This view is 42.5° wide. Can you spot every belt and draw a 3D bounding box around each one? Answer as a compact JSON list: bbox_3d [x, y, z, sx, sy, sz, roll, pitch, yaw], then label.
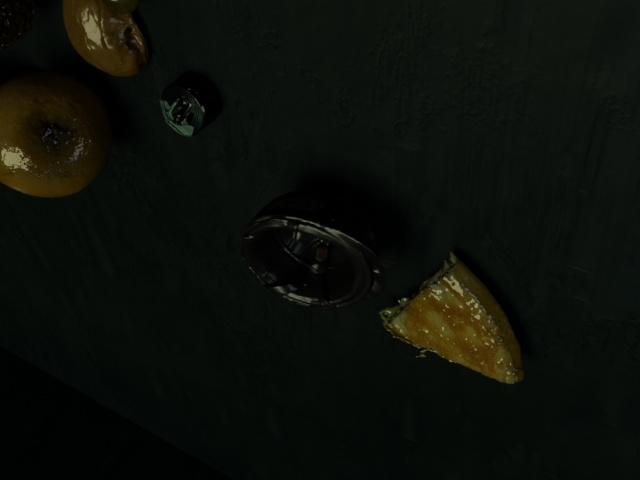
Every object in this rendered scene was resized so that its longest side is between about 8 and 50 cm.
[{"bbox_3d":[-0.243,-0.248,1.513,0.105,0.058,0.140,45,147,-4],"label":"belt"}]

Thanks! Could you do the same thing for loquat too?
[{"bbox_3d":[-0.558,-0.213,1.670,0.263,0.263,0.263,25,145,20],"label":"loquat"}]

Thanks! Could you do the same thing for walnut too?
[{"bbox_3d":[-0.406,-0.379,1.489,0.167,0.087,0.211,18,141,35],"label":"walnut"}]

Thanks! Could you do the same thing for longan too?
[{"bbox_3d":[-0.336,-0.427,1.390,0.075,0.075,0.083,15,99,32],"label":"longan"}]

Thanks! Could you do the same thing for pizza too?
[{"bbox_3d":[0.219,0.136,1.522,0.288,0.075,0.279,1,127,46],"label":"pizza"}]

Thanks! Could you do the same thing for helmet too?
[{"bbox_3d":[0.000,0.000,1.486,0.279,0.160,0.230,0,133,25],"label":"helmet"}]

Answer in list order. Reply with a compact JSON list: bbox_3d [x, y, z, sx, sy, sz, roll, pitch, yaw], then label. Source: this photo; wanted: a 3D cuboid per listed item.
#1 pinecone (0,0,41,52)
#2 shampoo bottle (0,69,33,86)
[{"bbox_3d":[-0.657,-0.486,1.500,0.292,0.246,0.246,56,148,9],"label":"pinecone"},{"bbox_3d":[-0.761,-0.291,1.770,0.118,0.314,0.076,75,179,-70],"label":"shampoo bottle"}]
